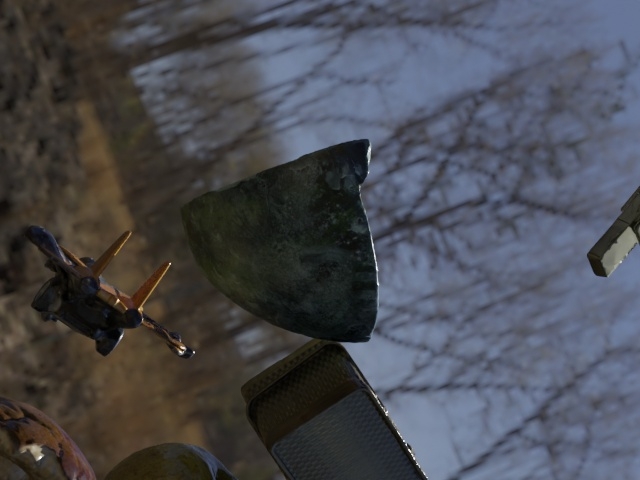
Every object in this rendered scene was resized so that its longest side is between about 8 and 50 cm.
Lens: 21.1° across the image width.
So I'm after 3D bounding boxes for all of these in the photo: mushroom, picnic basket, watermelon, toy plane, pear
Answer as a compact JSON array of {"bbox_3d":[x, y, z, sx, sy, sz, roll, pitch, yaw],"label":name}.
[{"bbox_3d":[-0.343,0.286,1.759,0.233,0.208,0.301,36,25,-19],"label":"mushroom"},{"bbox_3d":[0.022,0.275,2.356,0.266,0.165,0.139,58,-1,-36],"label":"picnic basket"},{"bbox_3d":[0.000,0.000,2.256,0.289,0.320,0.214,52,30,-9],"label":"watermelon"},{"bbox_3d":[-0.249,0.054,1.781,0.204,0.103,0.316,38,-17,-16],"label":"toy plane"},{"bbox_3d":[-0.204,0.388,2.318,0.228,0.211,0.188,52,13,-16],"label":"pear"}]

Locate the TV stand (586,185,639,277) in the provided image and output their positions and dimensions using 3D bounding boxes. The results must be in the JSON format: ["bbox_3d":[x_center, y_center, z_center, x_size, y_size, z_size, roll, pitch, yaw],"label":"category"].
[{"bbox_3d":[0.403,-0.052,2.054,0.042,0.249,0.036,21,-31,43],"label":"TV stand"}]
